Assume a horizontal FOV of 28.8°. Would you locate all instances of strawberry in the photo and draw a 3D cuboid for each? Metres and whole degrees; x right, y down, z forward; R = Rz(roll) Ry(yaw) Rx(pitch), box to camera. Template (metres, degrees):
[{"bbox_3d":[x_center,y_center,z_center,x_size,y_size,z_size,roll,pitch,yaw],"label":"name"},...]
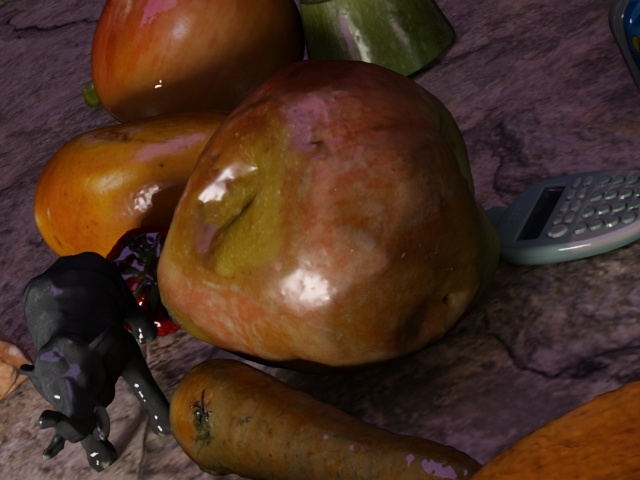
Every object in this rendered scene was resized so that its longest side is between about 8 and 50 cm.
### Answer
[{"bbox_3d":[-0.141,0.035,1.088,0.106,0.106,0.106,-26,24,12],"label":"strawberry"}]

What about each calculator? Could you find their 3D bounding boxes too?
[{"bbox_3d":[0.175,-0.017,0.883,0.153,0.021,0.095,-11,31,39],"label":"calculator"}]

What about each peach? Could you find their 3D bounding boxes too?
[{"bbox_3d":[0.000,0.000,0.849,0.235,0.214,0.214,-32,22,16],"label":"peach"}]

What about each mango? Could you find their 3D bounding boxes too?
[{"bbox_3d":[-0.150,-0.051,1.181,0.187,0.138,0.257,-5,-9,-39],"label":"mango"}]

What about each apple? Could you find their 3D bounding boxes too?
[{"bbox_3d":[-0.146,-0.205,1.381,0.242,0.242,0.241,4,63,54],"label":"apple"}]

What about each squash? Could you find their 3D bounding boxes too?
[{"bbox_3d":[0.053,-0.233,1.355,0.170,0.123,0.170,-21,28,12],"label":"squash"}]

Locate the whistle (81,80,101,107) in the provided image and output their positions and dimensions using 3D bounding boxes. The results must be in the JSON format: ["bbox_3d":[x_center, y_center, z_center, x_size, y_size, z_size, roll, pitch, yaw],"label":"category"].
[{"bbox_3d":[-0.289,-0.280,1.931,0.198,0.057,0.104,-38,23,-18],"label":"whistle"}]

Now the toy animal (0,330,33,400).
[{"bbox_3d":[-0.353,0.144,1.113,0.185,0.104,0.184,-37,22,-22],"label":"toy animal"}]

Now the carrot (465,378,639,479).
[{"bbox_3d":[0.142,0.162,0.500,0.258,0.100,0.307,-48,21,-30],"label":"carrot"}]

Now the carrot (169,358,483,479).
[{"bbox_3d":[0.009,0.126,0.753,0.298,0.078,0.078,6,43,49],"label":"carrot"}]

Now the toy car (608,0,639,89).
[{"bbox_3d":[0.320,-0.172,0.920,0.191,0.097,0.100,-29,24,8],"label":"toy car"}]

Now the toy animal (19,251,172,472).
[{"bbox_3d":[-0.168,0.102,0.922,0.082,0.137,0.269,-27,29,4],"label":"toy animal"}]
